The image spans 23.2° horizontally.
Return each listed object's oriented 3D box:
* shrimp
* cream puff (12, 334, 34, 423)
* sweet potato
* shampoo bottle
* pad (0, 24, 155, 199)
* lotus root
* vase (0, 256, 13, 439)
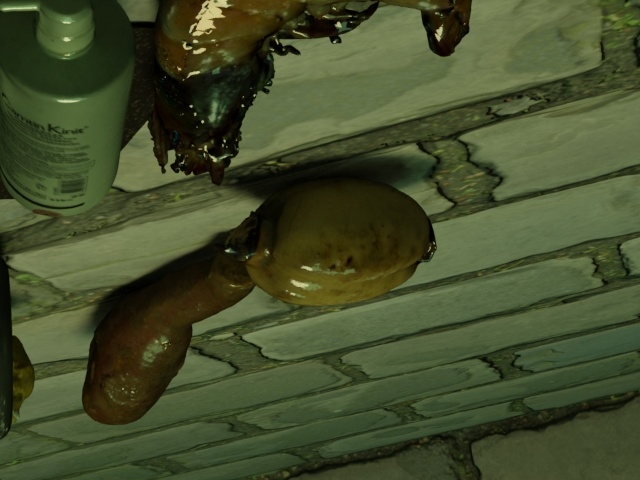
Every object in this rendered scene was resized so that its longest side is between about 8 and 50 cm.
[{"bbox_3d":[-0.011,-0.122,1.050,0.222,0.054,0.290,-6,155,-21],"label":"shrimp"},{"bbox_3d":[-0.362,0.121,1.559,0.121,0.156,0.156,-22,164,3],"label":"cream puff"},{"bbox_3d":[-0.173,0.094,1.660,0.109,0.109,0.385,-1,150,-32],"label":"sweet potato"},{"bbox_3d":[-0.163,-0.095,0.984,0.085,0.085,0.262,-8,164,-13],"label":"shampoo bottle"},{"bbox_3d":[-0.229,-0.086,1.138,0.220,0.004,0.330,-3,162,-27],"label":"pad"},{"bbox_3d":[0.000,0.000,1.409,0.221,0.118,0.125,-2,130,-23],"label":"lotus root"},{"bbox_3d":[-0.440,0.101,1.394,0.321,0.173,0.173,-1,163,-14],"label":"vase"}]
